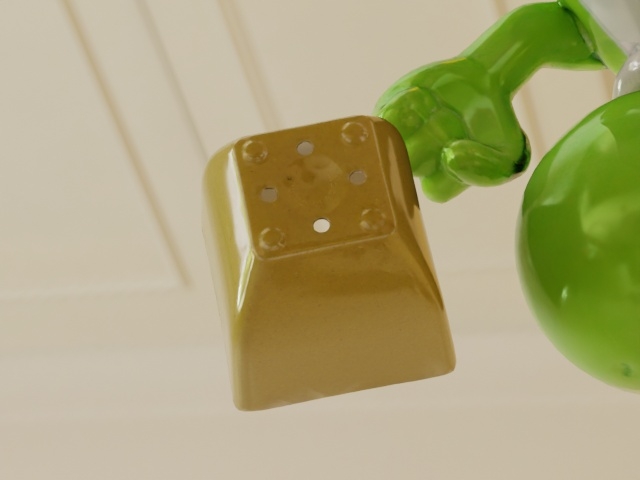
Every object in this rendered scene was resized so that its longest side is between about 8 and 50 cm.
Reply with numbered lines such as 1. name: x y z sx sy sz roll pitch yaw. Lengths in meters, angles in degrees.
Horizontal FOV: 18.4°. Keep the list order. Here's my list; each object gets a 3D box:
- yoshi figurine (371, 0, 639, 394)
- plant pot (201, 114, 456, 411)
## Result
1. yoshi figurine: 0.117 -0.093 0.732 0.203 0.362 0.203 -16 174 -18
2. plant pot: 0.000 0.000 0.681 0.081 0.083 0.081 -11 -119 -2
